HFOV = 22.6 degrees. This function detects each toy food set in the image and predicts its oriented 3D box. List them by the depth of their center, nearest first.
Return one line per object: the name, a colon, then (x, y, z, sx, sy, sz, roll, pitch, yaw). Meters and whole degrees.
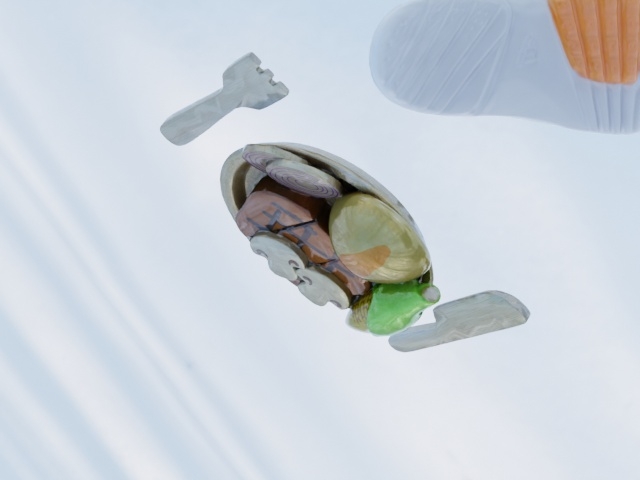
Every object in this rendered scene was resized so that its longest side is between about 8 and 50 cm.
toy food set: (0.000, 0.000, 0.803, 0.192, 0.038, 0.132, 42, 150, -14)

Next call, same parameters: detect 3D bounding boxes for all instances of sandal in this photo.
sandal: (0.130, -0.131, 1.071, 0.076, 0.265, 0.102, 28, 112, 53)
